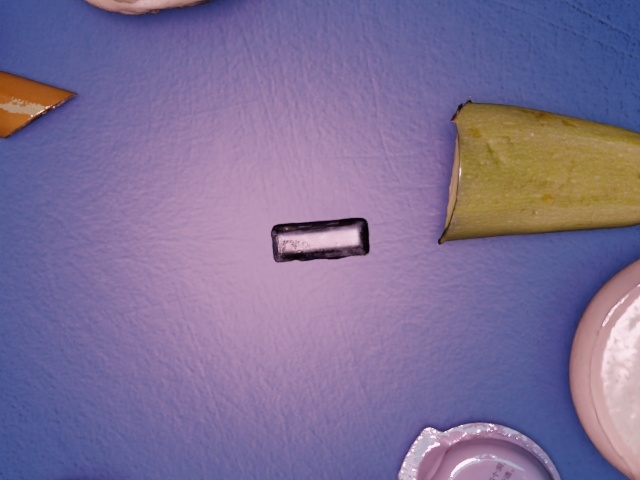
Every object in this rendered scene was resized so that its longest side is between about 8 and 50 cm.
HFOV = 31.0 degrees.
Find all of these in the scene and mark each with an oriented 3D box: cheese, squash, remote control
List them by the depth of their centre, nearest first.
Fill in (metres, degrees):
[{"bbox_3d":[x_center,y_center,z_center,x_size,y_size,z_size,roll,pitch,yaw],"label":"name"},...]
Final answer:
[{"bbox_3d":[0.244,-0.067,1.088,0.287,0.137,0.137,-1,90,-12],"label":"squash"},{"bbox_3d":[0.191,0.261,1.104,0.244,0.052,0.135,29,92,-1],"label":"cheese"},{"bbox_3d":[0.000,0.000,1.121,0.096,0.014,0.039,-4,90,0],"label":"remote control"}]

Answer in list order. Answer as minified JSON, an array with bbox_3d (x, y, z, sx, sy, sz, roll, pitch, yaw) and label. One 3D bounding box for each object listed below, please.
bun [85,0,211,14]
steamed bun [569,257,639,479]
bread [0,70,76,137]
[{"bbox_3d":[-0.140,-0.307,1.070,0.237,0.116,0.210,6,89,14],"label":"bun"},{"bbox_3d":[0.345,0.118,1.059,0.231,0.145,0.232,0,91,10],"label":"steamed bun"},{"bbox_3d":[-0.291,-0.126,1.101,0.103,0.049,0.062,16,90,1],"label":"bread"}]
